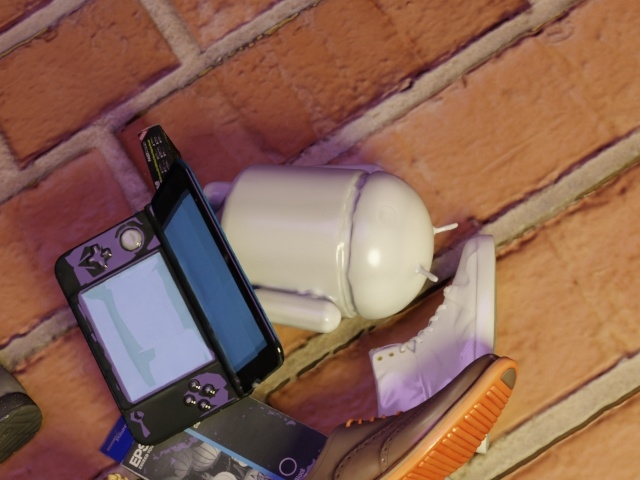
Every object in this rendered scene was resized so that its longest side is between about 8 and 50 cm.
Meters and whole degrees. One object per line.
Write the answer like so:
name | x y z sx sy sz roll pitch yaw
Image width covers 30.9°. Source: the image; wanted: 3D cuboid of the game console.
game console | -0.203 0.086 1.485 0.250 0.173 0.293 -28 79 3

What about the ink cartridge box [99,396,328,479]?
ink cartridge box | -0.143 0.279 1.555 0.332 0.065 0.165 22 74 24

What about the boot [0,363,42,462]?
boot | -0.582 0.276 1.666 0.338 0.118 0.223 -36 58 -15

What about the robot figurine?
robot figurine | 0.000 0.000 1.564 0.353 0.200 0.300 5 50 19

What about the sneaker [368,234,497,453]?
sneaker | 0.146 0.125 1.518 0.169 0.108 0.292 3 68 14

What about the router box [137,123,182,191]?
router box | -0.228 -0.101 1.737 0.038 0.092 0.122 -24 61 5

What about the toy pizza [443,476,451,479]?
toy pizza | 0.092 0.368 1.442 0.201 0.032 0.201 -12 53 16

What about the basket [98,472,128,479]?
basket | -0.282 0.476 1.413 0.223 0.213 0.299 -29 34 30

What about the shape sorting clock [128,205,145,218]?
shape sorting clock | -0.251 0.047 1.669 0.206 0.040 0.206 -23 58 42

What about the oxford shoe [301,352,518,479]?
oxford shoe | 0.082 0.248 1.403 0.363 0.130 0.133 -42 58 0
